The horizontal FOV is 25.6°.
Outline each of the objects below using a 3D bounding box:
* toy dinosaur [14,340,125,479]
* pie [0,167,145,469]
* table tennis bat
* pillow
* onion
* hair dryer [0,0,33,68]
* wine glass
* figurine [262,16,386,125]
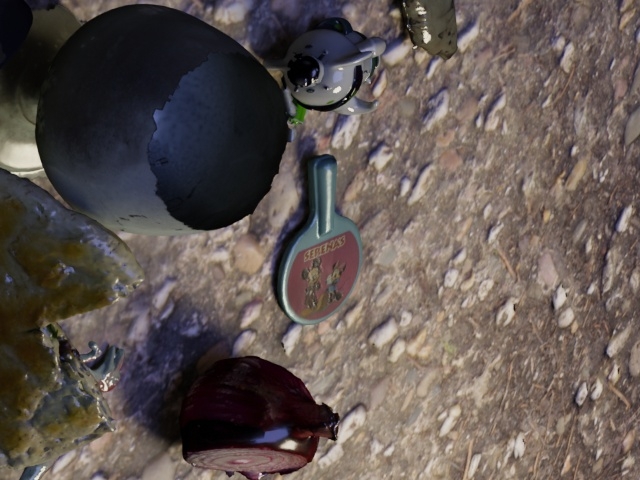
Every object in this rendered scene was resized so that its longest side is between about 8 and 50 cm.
[{"bbox_3d":[-0.310,0.224,1.603,0.167,0.053,0.242,27,75,-55],"label":"toy dinosaur"},{"bbox_3d":[-0.331,0.073,1.372,0.075,0.338,0.337,-69,158,-65],"label":"pie"},{"bbox_3d":[0.000,0.000,1.876,0.153,0.040,0.244,-22,124,-40],"label":"table tennis bat"},{"bbox_3d":[0.135,-0.333,1.884,0.093,0.051,0.241,-43,134,-29],"label":"pillow"},{"bbox_3d":[-0.063,0.217,1.753,0.195,0.218,0.139,32,53,-42],"label":"onion"},{"bbox_3d":[-0.404,-0.210,1.208,0.156,0.284,0.320,-26,134,17],"label":"hair dryer"},{"bbox_3d":[-0.196,-0.126,1.401,0.238,0.323,0.238,-21,121,-40],"label":"wine glass"},{"bbox_3d":[0.013,-0.213,1.745,0.192,0.147,0.126,-23,102,-62],"label":"figurine"}]
